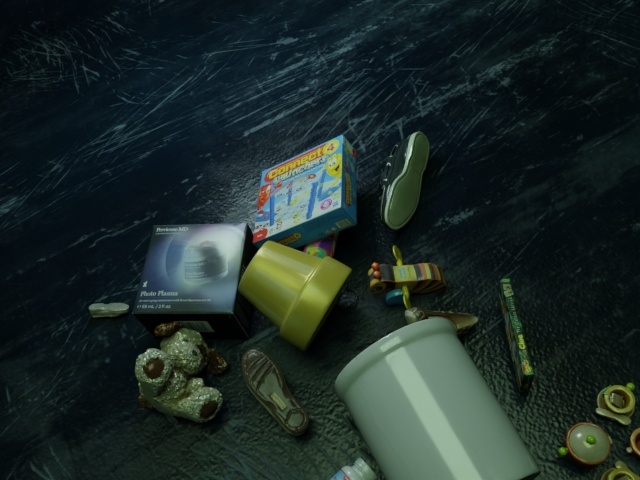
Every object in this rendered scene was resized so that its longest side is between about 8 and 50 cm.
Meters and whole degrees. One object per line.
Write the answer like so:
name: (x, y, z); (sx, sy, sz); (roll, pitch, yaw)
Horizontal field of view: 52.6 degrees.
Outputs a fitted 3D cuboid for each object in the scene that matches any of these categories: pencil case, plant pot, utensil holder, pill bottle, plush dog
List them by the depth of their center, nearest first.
utensil holder: (0.262, 0.427, 1.478); (0.328, 0.327, 0.385); (-28, 60, -6)
pill bottle: (0.057, 0.599, 1.547); (0.160, 0.087, 0.087); (-40, 60, -14)
plant pot: (-0.077, 0.127, 1.731); (0.239, 0.254, 0.254); (31, 68, 5)
plush dog: (-0.382, 0.344, 1.745); (0.211, 0.262, 0.225); (-25, 30, 46)
pencil case: (0.000, 0.000, 1.916); (0.105, 0.104, 0.236); (6, 57, 14)

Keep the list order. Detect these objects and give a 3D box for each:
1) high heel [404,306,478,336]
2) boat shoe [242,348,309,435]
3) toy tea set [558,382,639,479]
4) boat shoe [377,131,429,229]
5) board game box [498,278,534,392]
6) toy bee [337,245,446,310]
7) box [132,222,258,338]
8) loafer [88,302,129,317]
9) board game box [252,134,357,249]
high heel: (0.314, 0.197, 1.641); (0.186, 0.261, 0.093); (-20, 66, 2)
boat shoe: (-0.124, 0.404, 1.695); (0.095, 0.095, 0.257); (-28, 65, -16)
toy tea set: (0.712, 0.432, 1.498); (0.200, 0.124, 0.336); (33, 70, 27)
boat shoe: (0.232, -0.181, 1.981); (0.113, 0.127, 0.340); (-4, 61, 44)
board game box: (0.496, 0.242, 1.652); (0.030, 0.136, 0.259); (-10, 57, 9)
toy bee: (0.197, 0.118, 1.772); (0.298, 0.162, 0.195); (-29, 60, -7)
box: (-0.348, 0.115, 1.870); (0.296, 0.182, 0.294); (-2, 57, 10)
loafer: (-0.634, 0.213, 1.954); (0.125, 0.039, 0.045); (1, 26, 8)
board game box: (-0.043, -0.131, 1.923); (0.308, 0.086, 0.301); (-22, 44, 25)
